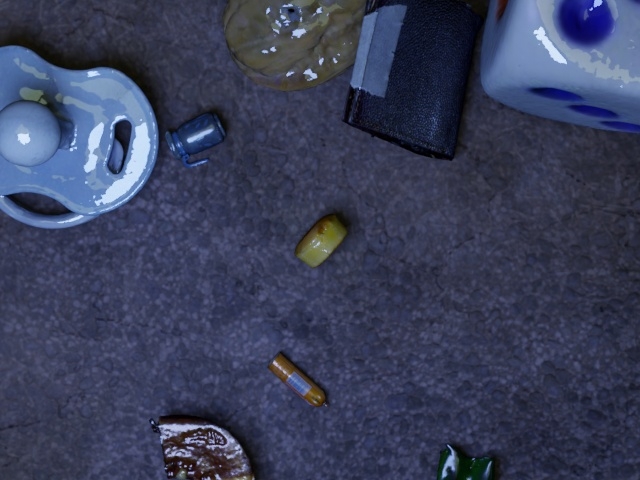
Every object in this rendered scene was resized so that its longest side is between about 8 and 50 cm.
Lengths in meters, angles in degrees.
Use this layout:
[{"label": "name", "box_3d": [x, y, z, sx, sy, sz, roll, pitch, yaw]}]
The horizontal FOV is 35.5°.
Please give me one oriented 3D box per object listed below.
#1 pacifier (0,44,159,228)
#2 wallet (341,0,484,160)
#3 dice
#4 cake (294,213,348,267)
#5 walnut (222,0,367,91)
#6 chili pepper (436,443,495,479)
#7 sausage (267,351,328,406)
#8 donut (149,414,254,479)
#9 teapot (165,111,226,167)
[{"label": "pacifier", "box_3d": [-0.378, -0.134, 1.351, 0.299, 0.233, 0.244, 12, 94, -1]}, {"label": "wallet", "box_3d": [0.127, -0.237, 1.374, 0.071, 0.262, 0.221, 15, 93, 35]}, {"label": "dice", "box_3d": [0.397, -0.322, 1.354, 0.304, 0.277, 0.304, 11, 88, -1]}, {"label": "cake", "box_3d": [0.000, 0.000, 1.440, 0.044, 0.084, 0.084, 43, 90, -4]}, {"label": "walnut", "box_3d": [-0.022, -0.307, 1.376, 0.245, 0.198, 0.198, -23, 92, 19]}, {"label": "chili pepper", "box_3d": [0.210, 0.410, 1.466, 0.098, 0.061, 0.224, -2, 93, 5]}, {"label": "sausage", "box_3d": [-0.031, 0.210, 1.469, 0.107, 0.031, 0.031, 43, 90, -2]}, {"label": "donut", "box_3d": [-0.163, 0.349, 1.440, 0.141, 0.085, 0.217, -5, 92, -2]}, {"label": "teapot", "box_3d": [-0.179, -0.149, 1.455, 0.083, 0.063, 0.049, -25, 60, 1]}]
